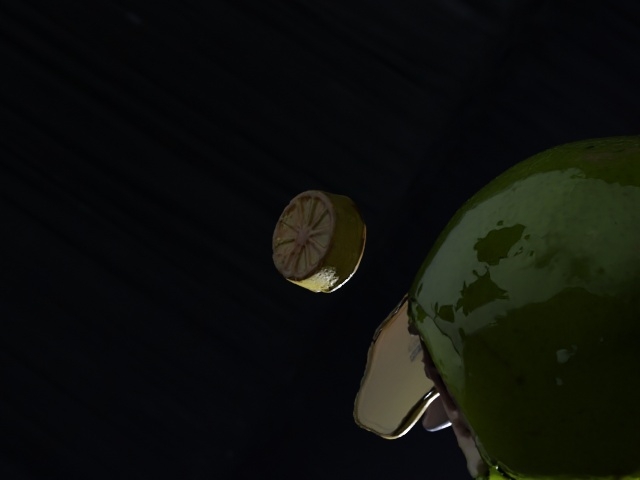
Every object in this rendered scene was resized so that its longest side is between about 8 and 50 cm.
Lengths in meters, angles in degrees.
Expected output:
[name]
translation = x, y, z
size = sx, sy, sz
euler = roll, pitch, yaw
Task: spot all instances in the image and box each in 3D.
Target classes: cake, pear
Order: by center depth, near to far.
[pear]
translation = 0.159, 0.034, 0.862
size = 0.219, 0.188, 0.187
euler = -22, 175, 1
[cake]
translation = 0.000, 0.000, 1.379
size = 0.044, 0.084, 0.084
euler = 22, 107, -41

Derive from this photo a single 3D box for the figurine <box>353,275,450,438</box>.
[figurine]
translation = 0.176, 0.149, 1.357
size = 0.208, 0.257, 0.181
euler = -11, -127, 64
